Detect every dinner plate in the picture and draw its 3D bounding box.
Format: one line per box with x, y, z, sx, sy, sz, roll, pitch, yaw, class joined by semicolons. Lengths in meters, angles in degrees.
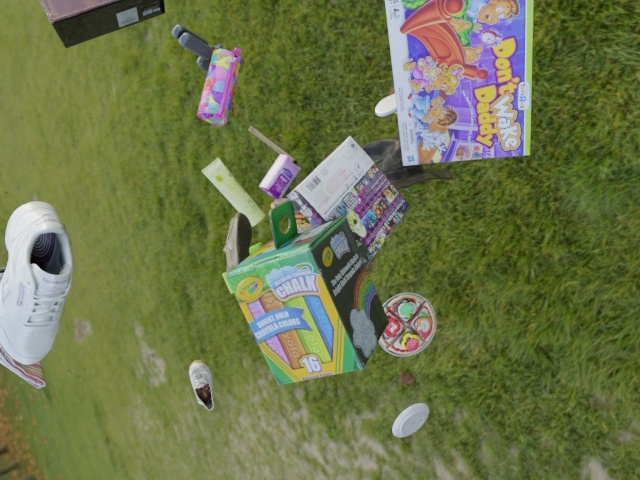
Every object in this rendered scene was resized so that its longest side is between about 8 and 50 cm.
0.290;0.575;1.578;0.017;0.141;0.141;44;134;49;dinner plate

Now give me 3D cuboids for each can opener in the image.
-0.395;-0.619;1.640;0.093;0.280;0.074;-44;80;10;can opener

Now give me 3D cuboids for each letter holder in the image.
-0.613;-0.701;1.352;0.215;0.301;0.152;63;166;-3;letter holder

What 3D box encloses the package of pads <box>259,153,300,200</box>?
-0.082;-0.128;1.006;0.032;0.050;0.083;25;79;48;package of pads

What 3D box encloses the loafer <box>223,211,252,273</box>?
-0.181;0.010;1.063;0.050;0.056;0.148;-13;64;28;loafer

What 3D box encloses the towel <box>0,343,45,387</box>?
-0.667;0.228;1.094;0.197;0.029;0.144;38;161;49;towel

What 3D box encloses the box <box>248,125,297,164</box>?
-0.173;-0.356;1.876;0.201;0.164;0.021;37;98;-2;box

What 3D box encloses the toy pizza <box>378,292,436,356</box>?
0.265;0.260;1.519;0.032;0.201;0.202;-154;53;-77;toy pizza

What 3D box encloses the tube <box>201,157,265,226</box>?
-0.276;-0.152;1.599;0.240;0.062;0.070;51;-178;-12;tube

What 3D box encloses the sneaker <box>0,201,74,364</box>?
-0.512;0.091;0.887;0.152;0.114;0.305;22;107;43;sneaker

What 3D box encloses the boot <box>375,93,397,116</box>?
0.259;-0.438;1.635;0.069;0.190;0.086;41;159;36;boot

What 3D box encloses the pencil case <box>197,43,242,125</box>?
-0.314;-0.484;1.558;0.104;0.104;0.237;6;82;48;pencil case

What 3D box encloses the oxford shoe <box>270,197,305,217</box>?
-0.049;-0.188;2.289;0.130;0.363;0.133;-120;33;-52;oxford shoe

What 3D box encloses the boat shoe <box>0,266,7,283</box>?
-0.727;0.081;1.087;0.066;0.184;0.063;16;101;43;boat shoe

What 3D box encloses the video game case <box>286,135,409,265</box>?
0.068;-0.083;1.044;0.210;0.232;0.041;47;139;-8;video game case

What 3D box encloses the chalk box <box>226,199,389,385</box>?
-0.029;0.075;0.879;0.179;0.180;0.289;-19;100;27;chalk box

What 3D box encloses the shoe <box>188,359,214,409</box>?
-0.404;0.503;1.727;0.058;0.076;0.219;-131;30;-49;shoe

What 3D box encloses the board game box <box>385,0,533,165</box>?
0.247;-0.317;0.883;0.233;0.078;0.347;-3;120;17;board game box

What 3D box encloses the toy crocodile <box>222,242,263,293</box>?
-0.216;0.091;1.474;0.105;0.340;0.115;-25;96;13;toy crocodile

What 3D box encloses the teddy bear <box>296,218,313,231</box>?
0.000;0.000;1.913;0.245;0.338;0.113;37;96;-11;teddy bear

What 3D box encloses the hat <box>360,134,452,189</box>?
0.186;-0.212;1.335;0.331;0.331;0.134;4;108;48;hat
